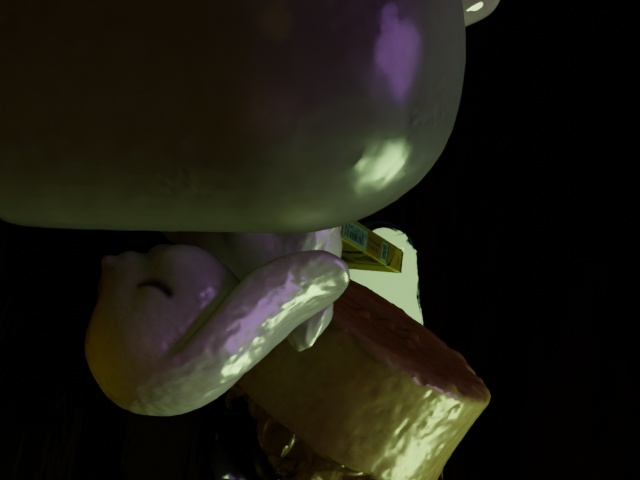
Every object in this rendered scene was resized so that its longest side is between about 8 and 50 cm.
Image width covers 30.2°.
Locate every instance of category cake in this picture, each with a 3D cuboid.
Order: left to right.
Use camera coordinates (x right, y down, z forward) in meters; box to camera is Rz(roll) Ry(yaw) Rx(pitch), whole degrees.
[{"bbox_3d":[0.001,0.226,1.470,0.321,0.332,0.332,-58,163,10],"label":"cake"}]

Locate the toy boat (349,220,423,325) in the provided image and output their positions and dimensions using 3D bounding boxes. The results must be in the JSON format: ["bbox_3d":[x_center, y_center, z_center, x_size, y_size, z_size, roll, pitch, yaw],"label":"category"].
[{"bbox_3d":[0.090,0.100,1.934,0.092,0.134,0.299,-126,-153,-64],"label":"toy boat"}]

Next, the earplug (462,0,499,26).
[{"bbox_3d":[0.089,-0.332,1.556,0.172,0.301,0.172,2,90,-71],"label":"earplug"}]

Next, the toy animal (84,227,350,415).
[{"bbox_3d":[-0.114,0.069,1.187,0.265,0.271,0.206,-43,108,-46],"label":"toy animal"}]

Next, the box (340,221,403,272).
[{"bbox_3d":[0.000,0.000,1.573,0.279,0.153,0.041,29,65,-68],"label":"box"}]

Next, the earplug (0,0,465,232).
[{"bbox_3d":[-0.083,-0.155,0.980,0.312,0.394,0.313,4,90,-69],"label":"earplug"}]
